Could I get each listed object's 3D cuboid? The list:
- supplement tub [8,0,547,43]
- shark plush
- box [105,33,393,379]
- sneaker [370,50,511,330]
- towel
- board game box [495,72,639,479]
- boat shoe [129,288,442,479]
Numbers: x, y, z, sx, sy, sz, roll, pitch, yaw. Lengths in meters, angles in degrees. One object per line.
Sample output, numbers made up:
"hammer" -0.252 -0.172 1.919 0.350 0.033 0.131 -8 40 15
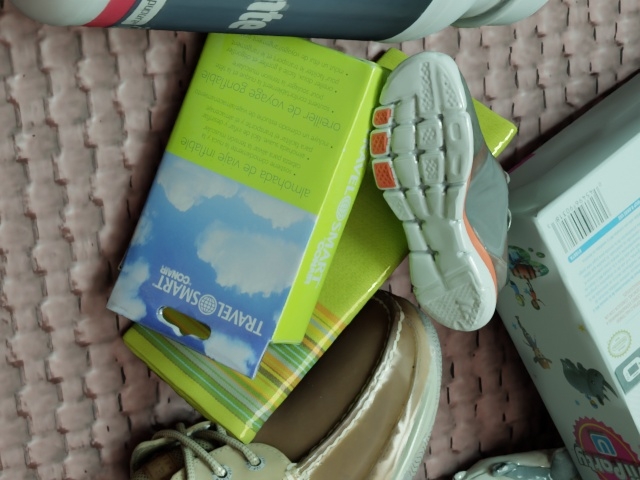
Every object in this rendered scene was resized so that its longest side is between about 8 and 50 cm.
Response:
"supplement tub" -0.019 -0.195 0.801 0.272 0.191 0.191 -1 105 -27
"shark plush" 0.124 0.171 1.042 0.161 0.073 0.067 -5 79 -21
"box" -0.038 -0.026 0.886 0.042 0.109 0.178 11 101 -63
"sneaker" 0.071 -0.032 0.876 0.065 0.061 0.158 -39 128 -47
"towel" 0.000 0.000 0.925 0.237 0.102 0.021 -48 152 -8
"board game box" 0.244 0.056 1.016 0.224 0.097 0.303 -35 106 -25
"boat shoe" -0.052 0.157 0.927 0.116 0.123 0.324 39 83 -28
